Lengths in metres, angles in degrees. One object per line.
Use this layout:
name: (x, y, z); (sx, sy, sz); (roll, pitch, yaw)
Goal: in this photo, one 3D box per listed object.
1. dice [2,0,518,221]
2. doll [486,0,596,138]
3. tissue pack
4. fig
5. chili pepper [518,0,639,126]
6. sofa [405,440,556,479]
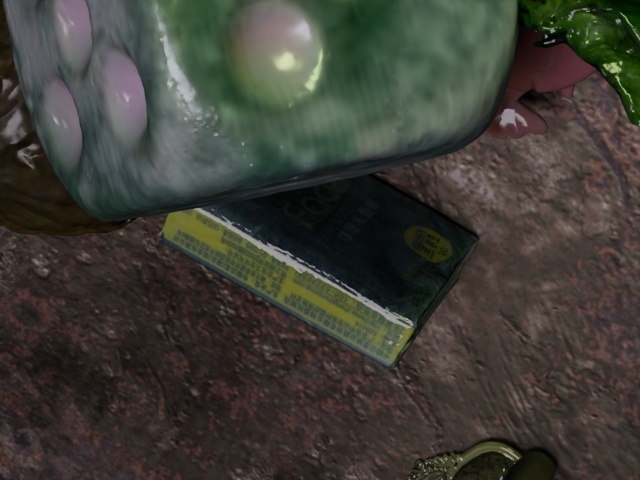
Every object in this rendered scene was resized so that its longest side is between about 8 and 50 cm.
dice: (-0.059, -0.211, 1.543); (0.330, 0.328, 0.348); (-14, 90, 62)
doll: (0.189, -0.205, 1.643); (0.211, 0.093, 0.262); (14, 122, 14)
tissue pack: (0.000, 0.000, 1.788); (0.257, 0.185, 0.081); (29, 124, 8)
fig: (-0.290, -0.091, 1.776); (0.286, 0.368, 0.286); (14, 132, 16)
chili pepper: (0.338, -0.166, 1.496); (0.385, 0.213, 0.167); (19, 110, -10)
sofa: (0.130, 0.341, 1.908); (0.182, 0.200, 0.258); (45, 128, -5)
